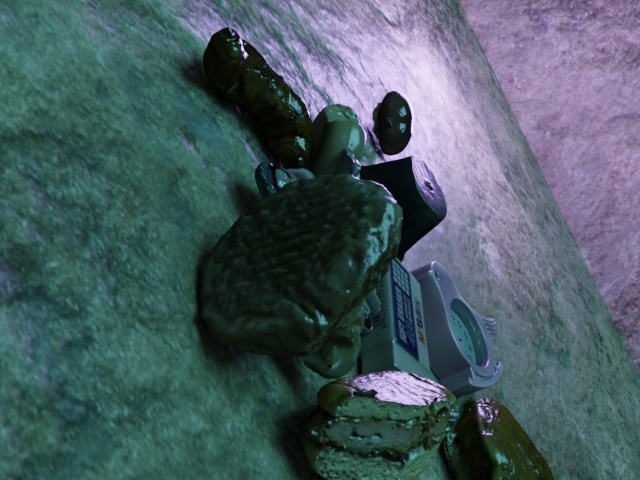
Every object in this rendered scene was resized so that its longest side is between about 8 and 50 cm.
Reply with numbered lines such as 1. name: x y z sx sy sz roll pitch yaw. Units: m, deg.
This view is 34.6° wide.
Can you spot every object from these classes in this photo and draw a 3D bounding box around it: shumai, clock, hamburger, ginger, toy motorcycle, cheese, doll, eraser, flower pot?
1. shumai: 0.018 0.071 1.479 0.262 0.314 0.267 44 17 -43
2. clock: 0.284 0.181 2.141 0.290 0.080 0.275 2 64 -63
3. hamburger: 0.349 0.428 1.955 0.285 0.134 0.265 57 27 -18
4. ginger: -0.109 -0.252 1.772 0.309 0.107 0.133 49 23 -35
5. toy motorcycle: 0.000 0.000 1.737 0.341 0.108 0.223 59 17 -11
6. hamburger: 0.087 0.273 1.546 0.282 0.155 0.245 16 9 -16
7. cheese: 0.033 -0.149 1.821 0.082 0.163 0.286 17 12 -16
8. doll: 0.165 -0.256 2.346 0.188 0.096 0.145 76 24 -69
9. eraser: 0.127 0.155 1.854 0.124 0.081 0.279 45 30 -36
10. flower pot: 0.161 -0.080 2.080 0.235 0.148 0.235 46 29 -35

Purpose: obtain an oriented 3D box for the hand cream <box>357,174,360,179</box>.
1. hand cream: 0.053 -0.049 1.888 0.050 0.078 0.205 6 73 -19
